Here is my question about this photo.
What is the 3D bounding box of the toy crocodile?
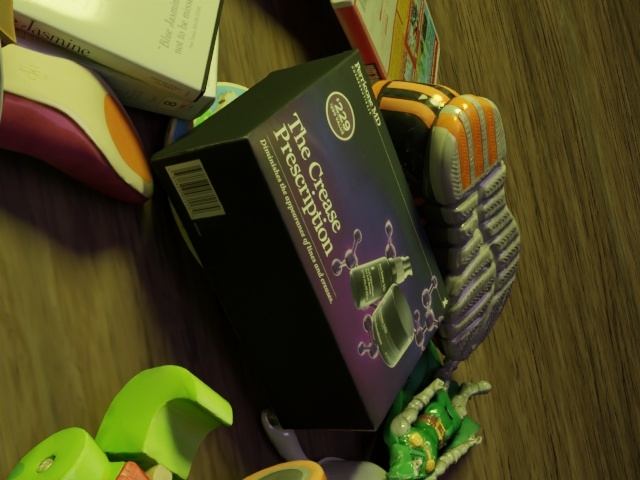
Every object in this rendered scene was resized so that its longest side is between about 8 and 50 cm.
[{"bbox_3d":[-0.159,0.218,0.467,0.115,0.105,0.340,57,42,-23],"label":"toy crocodile"}]

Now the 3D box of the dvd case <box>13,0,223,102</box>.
[{"bbox_3d":[-0.185,-0.224,0.584,0.253,0.022,0.180,20,62,-27],"label":"dvd case"}]

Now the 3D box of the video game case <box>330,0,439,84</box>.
[{"bbox_3d":[0.083,-0.240,0.910,0.285,0.025,0.204,54,39,-53],"label":"video game case"}]

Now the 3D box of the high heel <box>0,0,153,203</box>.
[{"bbox_3d":[-0.213,-0.079,0.553,0.244,0.117,0.082,48,24,-61],"label":"high heel"}]

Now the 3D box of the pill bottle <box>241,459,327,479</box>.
[{"bbox_3d":[0.000,0.297,0.619,0.130,0.130,0.245,-25,98,-52],"label":"pill bottle"}]

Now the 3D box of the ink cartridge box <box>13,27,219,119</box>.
[{"bbox_3d":[-0.190,-0.209,0.625,0.232,0.066,0.189,9,70,-27],"label":"ink cartridge box"}]

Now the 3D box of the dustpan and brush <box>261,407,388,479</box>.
[{"bbox_3d":[0.012,0.229,0.727,0.211,0.060,0.147,66,26,-22],"label":"dustpan and brush"}]

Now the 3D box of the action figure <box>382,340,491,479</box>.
[{"bbox_3d":[0.119,0.187,0.840,0.137,0.063,0.232,58,31,-3],"label":"action figure"}]

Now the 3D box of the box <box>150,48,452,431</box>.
[{"bbox_3d":[0.000,0.000,0.681,0.184,0.103,0.261,-51,124,-49],"label":"box"}]

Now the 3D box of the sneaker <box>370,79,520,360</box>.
[{"bbox_3d":[0.098,-0.027,0.834,0.125,0.180,0.321,-37,134,-32],"label":"sneaker"}]

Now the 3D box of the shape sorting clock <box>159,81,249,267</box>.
[{"bbox_3d":[-0.059,-0.044,0.727,0.206,0.040,0.206,20,64,-47],"label":"shape sorting clock"}]

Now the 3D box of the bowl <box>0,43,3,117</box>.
[{"bbox_3d":[-0.296,-0.068,0.318,0.298,0.134,0.297,-37,148,-28],"label":"bowl"}]
